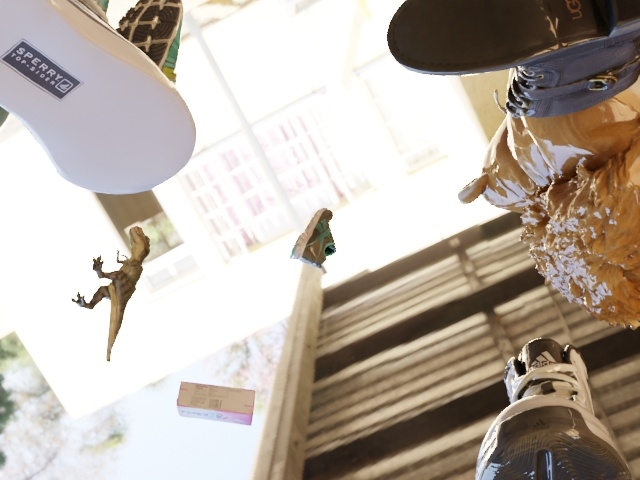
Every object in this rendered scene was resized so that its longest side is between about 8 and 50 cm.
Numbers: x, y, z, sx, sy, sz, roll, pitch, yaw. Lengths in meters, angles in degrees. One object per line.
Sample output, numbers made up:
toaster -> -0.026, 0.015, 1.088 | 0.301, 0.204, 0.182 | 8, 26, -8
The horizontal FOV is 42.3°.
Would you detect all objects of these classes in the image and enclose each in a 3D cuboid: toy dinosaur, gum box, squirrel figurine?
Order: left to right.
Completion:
toy dinosaur -> -0.395, 0.091, 1.562 | 0.064, 0.118, 0.268 | 8, -102, 42
gum box -> -0.251, 0.387, 1.964 | 0.188, 0.062, 0.107 | 8, 153, -2
squirrel figurine -> 0.318, -0.089, 1.058 | 0.281, 0.397, 0.370 | 6, 158, -15

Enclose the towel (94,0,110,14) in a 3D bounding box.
towel -> -0.423, -0.532, 1.394 | 0.271, 0.370, 0.040 | 34, -156, 28

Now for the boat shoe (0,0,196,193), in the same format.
boat shoe -> -0.188, -0.129, 0.562 | 0.108, 0.102, 0.301 | -35, 152, 10

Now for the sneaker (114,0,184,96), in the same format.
sneaker -> -0.264, -0.251, 1.281 | 0.107, 0.275, 0.110 | 8, 173, 20

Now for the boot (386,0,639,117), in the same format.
boot -> 0.196, -0.163, 0.762 | 0.263, 0.091, 0.229 | -10, 166, 5

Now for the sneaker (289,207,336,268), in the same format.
sneaker -> 0.000, 0.000, 1.601 | 0.166, 0.076, 0.065 | -58, 176, -49

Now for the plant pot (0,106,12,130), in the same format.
plant pot -> -0.524, -0.210, 1.029 | 0.293, 0.293, 0.235 | -17, -173, 38

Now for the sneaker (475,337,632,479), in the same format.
sneaker -> 0.258, 0.218, 1.003 | 0.169, 0.447, 0.257 | -15, -125, 13
